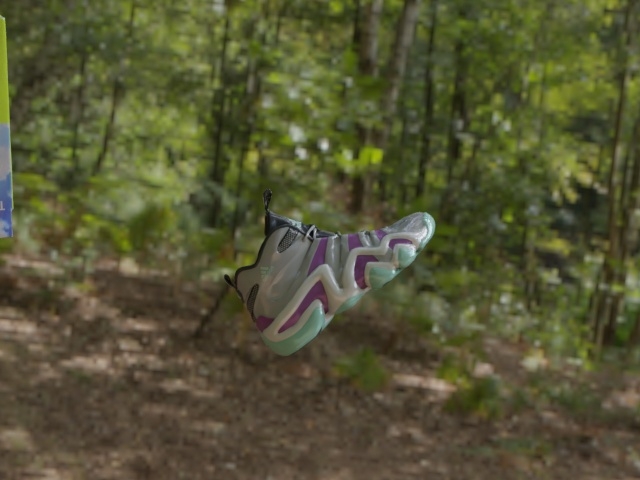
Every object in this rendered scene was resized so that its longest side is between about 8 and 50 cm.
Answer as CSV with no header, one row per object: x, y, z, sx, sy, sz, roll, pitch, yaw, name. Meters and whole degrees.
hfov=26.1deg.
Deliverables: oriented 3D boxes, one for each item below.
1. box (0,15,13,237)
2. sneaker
-0.303,-0.089,1.096,0.109,0.178,0.042,-5,14,-21,box
0.000,0.000,0.641,0.098,0.069,0.038,-37,-1,-11,sneaker
